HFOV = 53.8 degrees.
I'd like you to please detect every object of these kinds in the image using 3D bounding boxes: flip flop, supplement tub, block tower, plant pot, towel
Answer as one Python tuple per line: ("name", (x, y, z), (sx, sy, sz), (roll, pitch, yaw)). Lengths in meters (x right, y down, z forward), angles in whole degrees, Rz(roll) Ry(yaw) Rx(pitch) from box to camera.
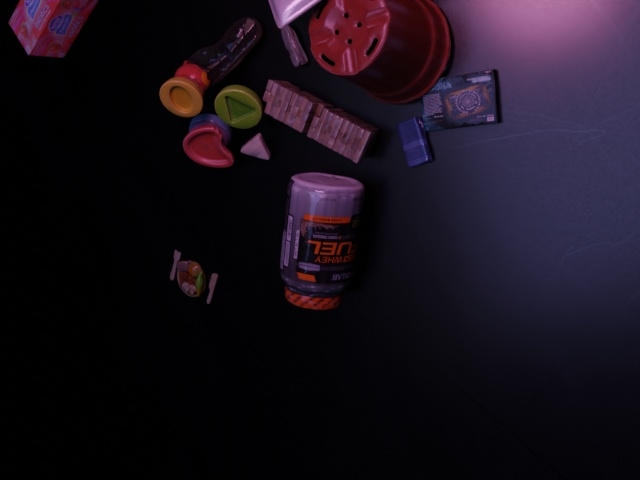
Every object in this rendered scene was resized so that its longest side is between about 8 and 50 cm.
("flip flop", (-0.275, -0.534, 1.823), (0.277, 0.080, 0.112), (-37, 83, 16))
("supplement tub", (0.000, 0.000, 1.693), (0.207, 0.207, 0.338), (15, 109, 28))
("block tower", (0.001, -0.322, 1.690), (0.335, 0.097, 0.091), (33, 116, 23))
("plant pot", (0.125, -0.467, 1.460), (0.272, 0.265, 0.272), (3, 96, 32))
("towel", (0.238, -0.248, 1.598), (0.067, 0.029, 0.119), (-15, 94, 33))

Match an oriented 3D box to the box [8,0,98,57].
("box", (-0.884, -0.769, 2.094), (0.300, 0.142, 0.154), (-40, 78, 31))

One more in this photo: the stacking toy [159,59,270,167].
("stacking toy", (-0.278, -0.363, 1.800), (0.279, 0.130, 0.309), (2, 140, 11))

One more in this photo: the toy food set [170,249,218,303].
("toy food set", (-0.432, 0.124, 2.082), (0.192, 0.038, 0.132), (27, 114, 24))

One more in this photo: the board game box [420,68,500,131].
("board game box", (0.334, -0.335, 1.522), (0.186, 0.026, 0.126), (-1, 100, 32))

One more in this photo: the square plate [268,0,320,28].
("square plate", (0.001, -0.675, 1.433), (0.347, 0.049, 0.344), (-32, 47, 14))

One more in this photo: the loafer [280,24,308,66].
("loafer", (-0.071, -0.534, 1.722), (0.045, 0.039, 0.125), (-27, 82, 66))
